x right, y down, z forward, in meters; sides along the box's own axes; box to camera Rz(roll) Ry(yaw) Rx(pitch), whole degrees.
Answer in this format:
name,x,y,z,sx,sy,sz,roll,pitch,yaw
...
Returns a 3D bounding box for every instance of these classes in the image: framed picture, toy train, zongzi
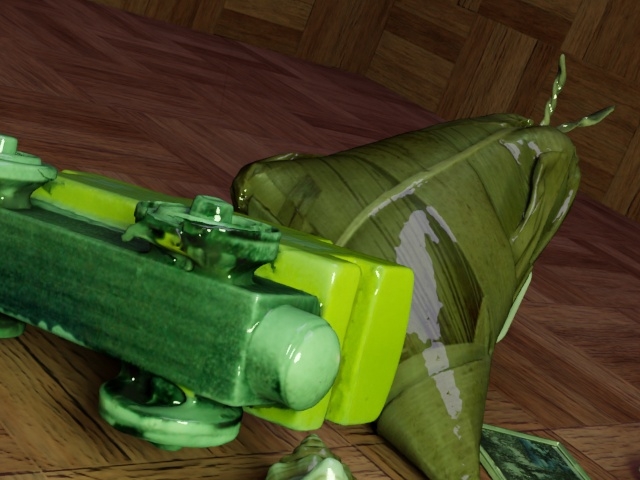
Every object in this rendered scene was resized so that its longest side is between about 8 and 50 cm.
name,x,y,z,sx,sy,sz,roll,pitch,yaw
framed picture,0.222,0.234,1.131,0.142,0.011,0.183,16,16,-21
toy train,-0.137,0.034,0.918,0.442,0.179,0.272,17,6,33
zongzi,0.208,0.047,1.223,0.500,0.218,0.467,-18,48,-25

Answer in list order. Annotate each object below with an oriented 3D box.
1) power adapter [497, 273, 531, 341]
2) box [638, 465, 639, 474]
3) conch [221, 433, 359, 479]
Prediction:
name,x,y,z,sx,sy,sz,roll,pitch,yaw
power adapter,0.196,0.060,1.477,0.125,0.130,0.205,19,16,-15
box,0.445,0.309,1.132,0.142,0.044,0.285,17,15,-26
conch,-0.005,0.188,0.727,0.137,0.114,0.234,51,6,-4
